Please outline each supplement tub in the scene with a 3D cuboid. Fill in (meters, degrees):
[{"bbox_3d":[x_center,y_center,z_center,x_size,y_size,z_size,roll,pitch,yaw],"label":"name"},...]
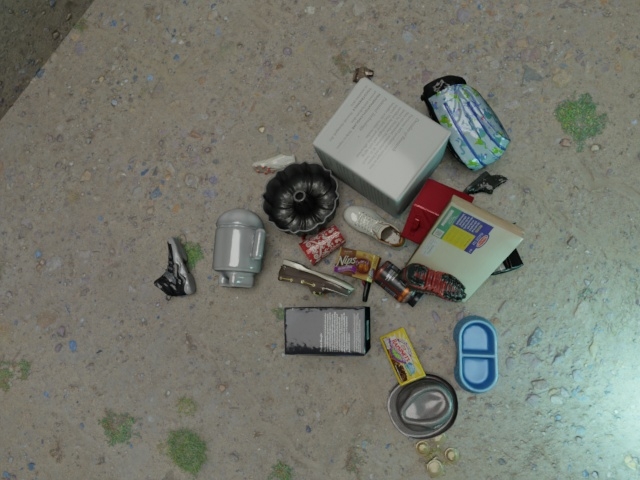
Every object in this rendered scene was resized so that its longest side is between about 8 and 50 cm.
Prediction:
[{"bbox_3d":[0.311,0.177,1.897,0.198,0.106,0.106,40,89,13],"label":"supplement tub"}]

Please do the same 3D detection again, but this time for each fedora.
[{"bbox_3d":[0.386,0.627,1.800,0.276,0.124,0.243,-19,74,6],"label":"fedora"}]

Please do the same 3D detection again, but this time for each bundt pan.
[{"bbox_3d":[-0.072,-0.161,1.985,0.332,0.124,0.330,-5,69,13],"label":"bundt pan"}]

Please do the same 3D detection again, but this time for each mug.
[{"bbox_3d":[0.000,0.000,1.976,0.169,0.113,0.150,-33,79,0],"label":"mug"}]

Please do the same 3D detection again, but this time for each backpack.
[{"bbox_3d":[0.572,-0.449,1.865,0.274,0.290,0.354,-14,85,25],"label":"backpack"}]

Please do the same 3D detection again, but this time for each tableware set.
[{"bbox_3d":[0.443,0.806,1.821,0.141,0.020,0.168,-33,75,1],"label":"tableware set"}]

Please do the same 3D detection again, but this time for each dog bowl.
[{"bbox_3d":[0.597,0.437,1.826,0.166,0.074,0.296,0,82,9],"label":"dog bowl"}]

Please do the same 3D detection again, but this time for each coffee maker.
[{"bbox_3d":[0.709,0.031,1.846,0.172,0.120,0.178,-19,79,5],"label":"coffee maker"}]

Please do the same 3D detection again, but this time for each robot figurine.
[{"bbox_3d":[-0.339,0.020,1.982,0.300,0.200,0.352,-2,80,38],"label":"robot figurine"}]

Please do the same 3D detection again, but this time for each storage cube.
[{"bbox_3d":[0.448,-0.089,1.841,0.193,0.183,0.215,25,48,12],"label":"storage cube"}]

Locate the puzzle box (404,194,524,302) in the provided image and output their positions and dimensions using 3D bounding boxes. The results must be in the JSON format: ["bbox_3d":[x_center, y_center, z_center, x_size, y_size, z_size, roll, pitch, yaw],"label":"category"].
[{"bbox_3d":[0.508,0.044,1.745,0.272,0.408,0.052,28,47,3],"label":"puzzle box"}]

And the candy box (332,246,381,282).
[{"bbox_3d":[0.145,0.096,1.920,0.187,0.053,0.109,14,83,44],"label":"candy box"}]

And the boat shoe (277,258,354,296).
[{"bbox_3d":[-0.022,0.170,1.953,0.325,0.117,0.096,20,90,16],"label":"boat shoe"}]

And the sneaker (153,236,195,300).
[{"bbox_3d":[-0.651,0.126,2.066,0.153,0.101,0.268,-21,81,3],"label":"sneaker"}]

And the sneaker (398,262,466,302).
[{"bbox_3d":[0.414,0.160,1.798,0.276,0.135,0.097,21,78,-16],"label":"sneaker"}]

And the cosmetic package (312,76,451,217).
[{"bbox_3d":[0.239,-0.347,1.877,0.394,0.329,0.327,37,88,12],"label":"cosmetic package"}]

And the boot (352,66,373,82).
[{"bbox_3d":[0.183,-0.701,2.092,0.087,0.042,0.118,7,81,17],"label":"boot"}]

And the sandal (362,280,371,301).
[{"bbox_3d":[0.184,0.160,1.944,0.040,0.067,0.179,11,86,22],"label":"sandal"}]

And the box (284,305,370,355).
[{"bbox_3d":[0.036,0.341,1.822,0.295,0.296,0.182,-1,82,10],"label":"box"}]

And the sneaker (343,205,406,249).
[{"bbox_3d":[0.220,-0.065,1.943,0.290,0.123,0.105,29,89,14],"label":"sneaker"}]

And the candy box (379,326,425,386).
[{"bbox_3d":[0.319,0.452,1.864,0.105,0.027,0.205,-24,60,3],"label":"candy box"}]

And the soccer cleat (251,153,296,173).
[{"bbox_3d":[-0.203,-0.338,2.089,0.197,0.068,0.076,-2,66,8],"label":"soccer cleat"}]

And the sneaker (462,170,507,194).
[{"bbox_3d":[0.660,-0.215,1.927,0.170,0.051,0.089,-41,73,-2],"label":"sneaker"}]
